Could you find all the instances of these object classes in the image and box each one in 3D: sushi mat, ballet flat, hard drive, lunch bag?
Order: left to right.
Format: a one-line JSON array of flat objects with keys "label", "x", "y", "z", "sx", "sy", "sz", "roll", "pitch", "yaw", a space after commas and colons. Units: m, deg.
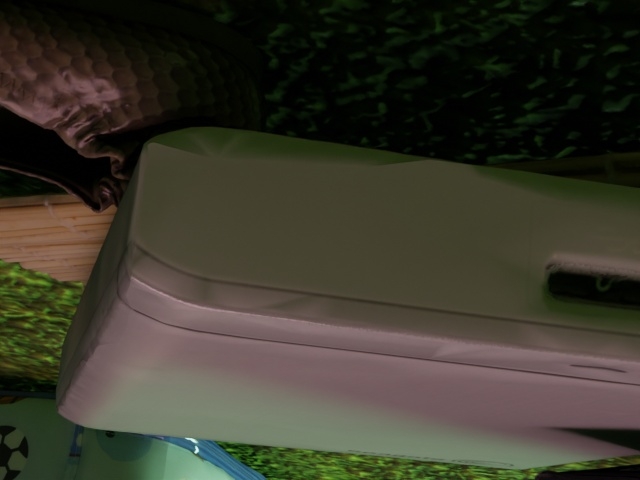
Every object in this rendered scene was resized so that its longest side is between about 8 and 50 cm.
[{"label": "ballet flat", "x": -0.140, "y": -0.052, "z": 0.442, "sx": 0.250, "sy": 0.058, "sz": 0.084, "roll": 12, "pitch": 161, "yaw": -5}, {"label": "lunch bag", "x": -0.193, "y": 0.174, "z": 0.995, "sx": 0.303, "sy": 0.115, "sz": 0.243, "roll": 2, "pitch": 160, "yaw": 20}, {"label": "sushi mat", "x": 0.000, "y": 0.000, "z": 0.529, "sx": 0.317, "sy": 0.019, "sz": 0.151, "roll": -3, "pitch": 170, "yaw": 32}, {"label": "hard drive", "x": 0.034, "y": 0.041, "z": 0.523, "sx": 0.233, "sy": 0.047, "sz": 0.353, "roll": 7, "pitch": 168, "yaw": -11}]

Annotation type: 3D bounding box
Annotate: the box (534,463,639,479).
[{"label": "box", "x": 0.272, "y": 0.109, "z": 0.524, "sx": 0.293, "sy": 0.073, "sz": 0.295, "roll": -2, "pitch": 173, "yaw": 37}]
